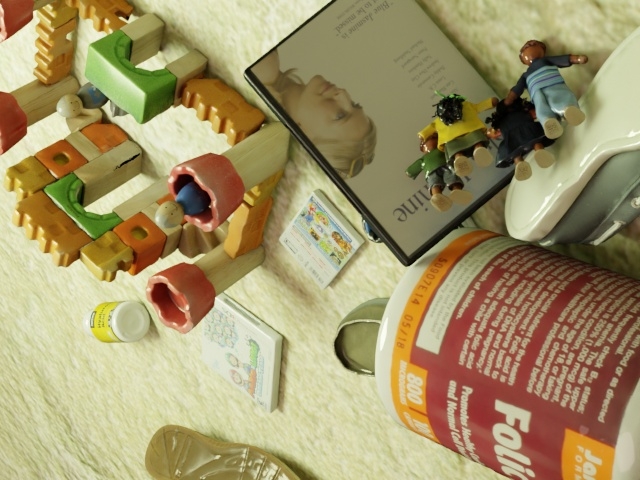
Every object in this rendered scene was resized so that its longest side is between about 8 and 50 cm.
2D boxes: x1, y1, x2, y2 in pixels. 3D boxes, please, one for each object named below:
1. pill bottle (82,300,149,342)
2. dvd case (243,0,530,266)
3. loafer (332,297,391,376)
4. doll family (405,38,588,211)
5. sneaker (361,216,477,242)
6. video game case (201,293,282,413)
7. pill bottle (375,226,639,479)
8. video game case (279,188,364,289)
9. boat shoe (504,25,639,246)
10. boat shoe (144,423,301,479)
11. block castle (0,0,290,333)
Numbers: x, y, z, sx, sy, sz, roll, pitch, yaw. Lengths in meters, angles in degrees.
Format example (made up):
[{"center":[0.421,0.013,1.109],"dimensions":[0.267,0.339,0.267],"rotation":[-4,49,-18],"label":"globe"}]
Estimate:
[{"center":[-0.322,0.128,2.003],"dimensions":[0.116,0.065,0.065],"rotation":[-8,113,51],"label":"pill bottle"},{"center":[0.071,-0.125,1.260],"dimensions":[0.253,0.180,0.022],"rotation":[50,173,6],"label":"dvd case"},{"center":[0.089,0.123,1.510],"dimensions":[0.251,0.087,0.094],"rotation":[-14,108,53],"label":"loafer"},{"center":[0.161,-0.111,1.185],"dimensions":[0.111,0.193,0.076],"rotation":[-99,-14,-48],"label":"doll family"},{"center":[0.103,-0.004,1.361],"dimensions":[0.079,0.121,0.217],"rotation":[4,122,48],"label":"sneaker"},{"center":[-0.114,0.155,1.829],"dimensions":[0.143,0.019,0.157],"rotation":[34,140,26],"label":"video game case"},{"center":[0.264,0.142,1.208],"dimensions":[0.392,0.224,0.224],"rotation":[20,133,39],"label":"pill bottle"},{"center":[0.000,0.000,1.577],"dimensions":[0.087,0.011,0.122],"rotation":[49,144,8],"label":"video game case"},{"center":[0.286,-0.093,1.131],"dimensions":[0.099,0.116,0.319],"rotation":[16,142,-21],"label":"boat shoe"},{"center":[-0.119,0.368,1.949],"dimensions":[0.341,0.121,0.110],"rotation":[20,169,42],"label":"boat shoe"},{"center":[-0.271,-0.118,1.616],"dimensions":[0.453,0.213,0.303],"rotation":[41,143,17],"label":"block castle"}]
